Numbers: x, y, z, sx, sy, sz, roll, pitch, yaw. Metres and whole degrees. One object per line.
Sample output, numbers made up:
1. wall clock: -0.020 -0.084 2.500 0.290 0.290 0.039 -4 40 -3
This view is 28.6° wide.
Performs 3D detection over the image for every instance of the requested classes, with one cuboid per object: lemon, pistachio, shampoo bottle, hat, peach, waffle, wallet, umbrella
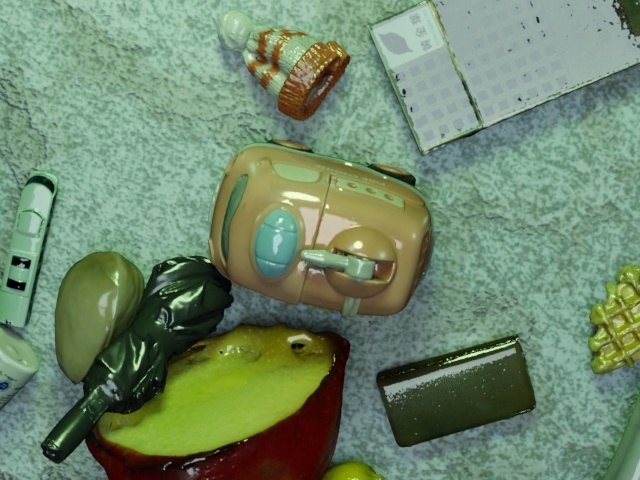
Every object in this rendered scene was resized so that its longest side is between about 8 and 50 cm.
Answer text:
1. lemon: 0.038 0.337 1.682 0.110 0.082 0.082 -28 99 13
2. pistachio: -0.288 0.099 1.629 0.108 0.126 0.186 9 110 -32
3. shampoo bottle: -0.506 0.246 1.676 0.092 0.092 0.303 43 100 -6
4. hat: -0.058 -0.235 1.585 0.162 0.093 0.112 35 90 13
5. peach: -0.108 0.255 1.608 0.361 0.258 0.201 -25 124 -13
6. waffle: 0.447 0.105 1.645 0.191 0.046 0.161 6 99 0
7. wallet: 0.182 0.201 1.677 0.198 0.031 0.110 -17 100 4
8. umbrella: -0.226 0.142 1.548 0.118 0.340 0.118 23 138 22

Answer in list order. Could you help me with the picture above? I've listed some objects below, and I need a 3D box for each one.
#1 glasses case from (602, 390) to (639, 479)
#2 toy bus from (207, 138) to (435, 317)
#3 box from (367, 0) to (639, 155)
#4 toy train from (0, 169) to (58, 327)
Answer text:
1. glasses case: 0.433 0.317 1.668 0.128 0.083 0.308 23 101 3
2. toy bus: 0.000 0.000 1.547 0.287 0.232 0.194 15 104 -4
3. box: 0.242 -0.251 1.582 0.324 0.047 0.180 -23 99 5
4. toy train: -0.385 0.010 1.649 0.043 0.047 0.208 15 102 -3
